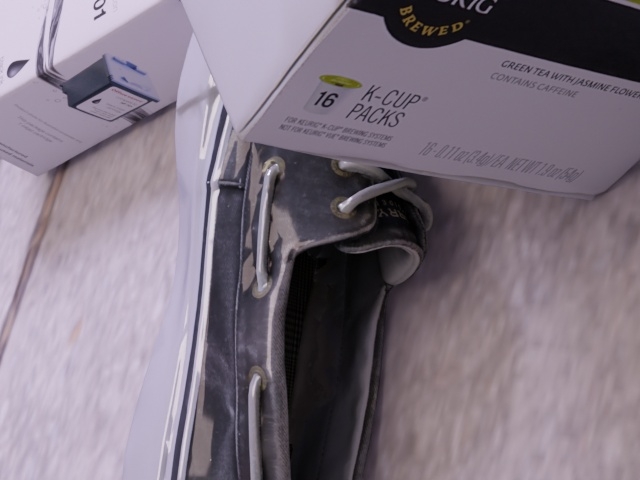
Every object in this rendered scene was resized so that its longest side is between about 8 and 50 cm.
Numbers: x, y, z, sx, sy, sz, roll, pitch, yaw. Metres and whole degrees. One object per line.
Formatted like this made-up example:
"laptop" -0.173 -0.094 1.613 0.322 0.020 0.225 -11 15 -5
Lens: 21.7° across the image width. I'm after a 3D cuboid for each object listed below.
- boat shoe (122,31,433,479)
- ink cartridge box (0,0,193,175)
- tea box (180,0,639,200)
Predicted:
"boat shoe" 0.000 0.000 0.804 0.119 0.121 0.335 4 83 36
"ink cartridge box" -0.131 -0.145 1.012 0.191 0.082 0.139 -26 53 33
"tea box" 0.079 -0.250 0.694 0.323 0.220 0.329 -49 49 35
